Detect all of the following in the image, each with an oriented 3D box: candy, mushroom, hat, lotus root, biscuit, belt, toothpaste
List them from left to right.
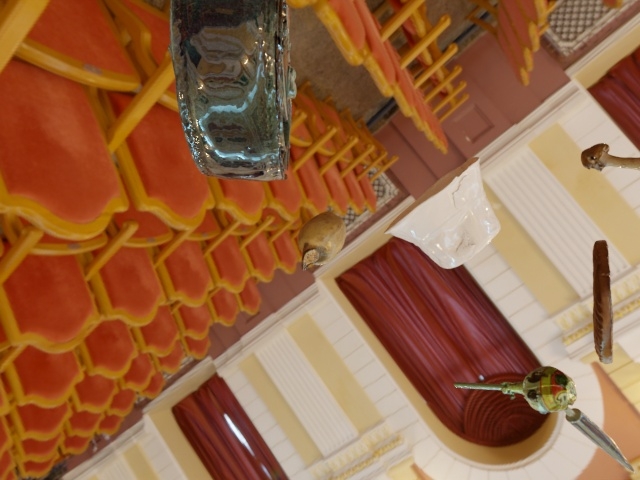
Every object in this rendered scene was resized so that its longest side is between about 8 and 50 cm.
[{"bbox_3d":[-0.084,-0.165,0.490,0.116,0.206,0.267,1,159,-1],"label":"belt"},{"bbox_3d":[0.000,0.000,1.275,0.118,0.125,0.221,-41,-174,38],"label":"lotus root"},{"bbox_3d":[0.219,-0.032,0.787,0.203,0.126,0.203,-39,-178,1],"label":"hat"},{"bbox_3d":[0.383,0.309,0.969,0.091,0.083,0.305,-21,177,-32],"label":"candy"},{"bbox_3d":[0.557,0.394,0.934,0.035,0.197,0.057,-48,-173,13],"label":"toothpaste"},{"bbox_3d":[0.546,0.110,0.903,0.031,0.228,0.176,-2,145,28],"label":"biscuit"},{"bbox_3d":[0.635,-0.172,0.964,0.187,0.060,0.061,22,-93,60],"label":"mushroom"}]
